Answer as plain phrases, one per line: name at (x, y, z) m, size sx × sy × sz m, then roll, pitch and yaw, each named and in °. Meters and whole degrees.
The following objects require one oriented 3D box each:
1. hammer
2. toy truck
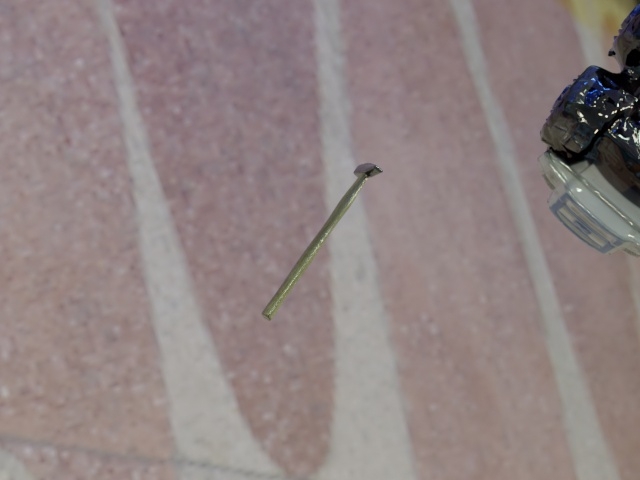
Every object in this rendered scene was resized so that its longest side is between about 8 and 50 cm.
hammer at (0.000, 0.000, 1.882) m, size 0.013 × 0.062 × 0.199 m, roll 38°, pitch 77°, yaw -14°
toy truck at (0.265, -0.082, 1.451) m, size 0.161 × 0.177 × 0.213 m, roll 41°, pitch 71°, yaw 2°
